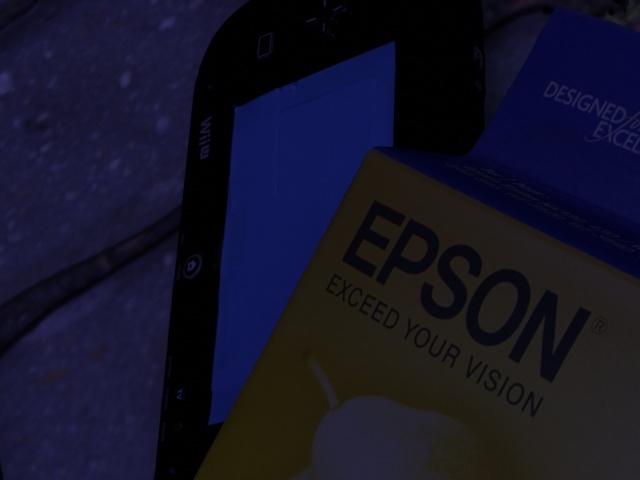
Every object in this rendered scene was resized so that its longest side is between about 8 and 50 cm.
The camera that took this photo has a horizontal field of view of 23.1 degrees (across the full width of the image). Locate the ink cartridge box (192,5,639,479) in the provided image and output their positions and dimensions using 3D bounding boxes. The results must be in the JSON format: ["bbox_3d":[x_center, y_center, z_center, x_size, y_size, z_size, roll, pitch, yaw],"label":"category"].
[{"bbox_3d":[0.092,0.083,0.502,0.303,0.072,0.307,29,95,48],"label":"ink cartridge box"}]

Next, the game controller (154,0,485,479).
[{"bbox_3d":[0.000,0.000,0.727,0.166,0.067,0.319,-13,56,25],"label":"game controller"}]
